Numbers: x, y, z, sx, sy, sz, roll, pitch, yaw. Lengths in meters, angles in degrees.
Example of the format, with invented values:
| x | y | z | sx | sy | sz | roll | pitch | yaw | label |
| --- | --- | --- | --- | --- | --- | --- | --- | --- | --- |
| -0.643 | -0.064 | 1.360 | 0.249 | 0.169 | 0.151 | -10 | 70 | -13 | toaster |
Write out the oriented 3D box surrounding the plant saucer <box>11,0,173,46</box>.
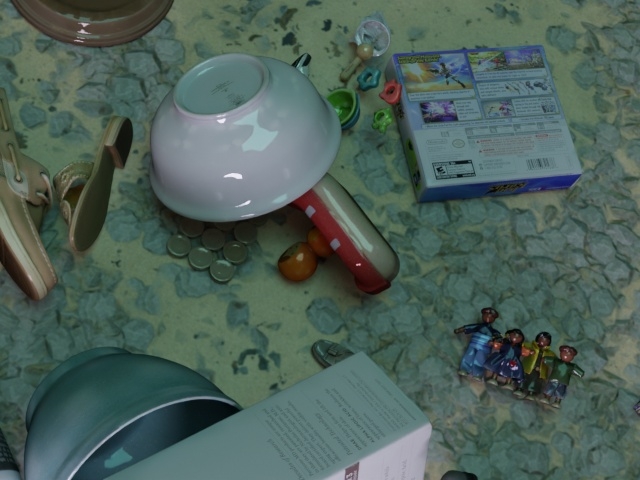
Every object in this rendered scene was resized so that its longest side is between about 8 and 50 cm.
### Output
| x | y | z | sx | sy | sz | roll | pitch | yaw | label |
| --- | --- | --- | --- | --- | --- | --- | --- | --- | --- |
| -0.365 | -0.435 | 2.029 | 0.278 | 0.041 | 0.278 | 6 | 63 | -11 | plant saucer |

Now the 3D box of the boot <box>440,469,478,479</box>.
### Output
| x | y | z | sx | sy | sz | roll | pitch | yaw | label |
| --- | --- | --- | --- | --- | --- | --- | --- | --- | --- |
| 0.072 | 0.426 | 1.687 | 0.223 | 0.118 | 0.338 | 21 | 58 | 3 | boot |

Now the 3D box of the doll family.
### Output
| x | y | z | sx | sy | sz | roll | pitch | yaw | label |
| --- | --- | --- | --- | --- | --- | --- | --- | --- | --- |
| 0.291 | 0.169 | 1.876 | 0.193 | 0.076 | 0.111 | 21 | 81 | -8 | doll family |

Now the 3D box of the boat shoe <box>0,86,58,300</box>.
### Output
| x | y | z | sx | sy | sz | roll | pitch | yaw | label |
| --- | --- | --- | --- | --- | --- | --- | --- | --- | --- |
| -0.432 | -0.077 | 1.796 | 0.110 | 0.121 | 0.341 | -21 | 70 | -20 | boat shoe |

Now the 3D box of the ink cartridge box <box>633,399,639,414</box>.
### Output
| x | y | z | sx | sy | sz | roll | pitch | yaw | label |
| --- | --- | --- | --- | --- | --- | --- | --- | --- | --- |
| 0.534 | 0.270 | 1.913 | 0.063 | 0.029 | 0.115 | -39 | 80 | -26 | ink cartridge box |

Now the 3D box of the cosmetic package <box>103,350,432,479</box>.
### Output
| x | y | z | sx | sy | sz | roll | pitch | yaw | label |
| --- | --- | --- | --- | --- | --- | --- | --- | --- | --- |
| -0.062 | 0.323 | 1.566 | 0.385 | 0.217 | 0.156 | -26 | 48 | -26 | cosmetic package |

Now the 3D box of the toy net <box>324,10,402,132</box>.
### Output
| x | y | z | sx | sy | sz | roll | pitch | yaw | label |
| --- | --- | --- | --- | --- | --- | --- | --- | --- | --- |
| 0.075 | -0.276 | 2.019 | 0.122 | 0.045 | 0.232 | -3 | 64 | 34 | toy net |

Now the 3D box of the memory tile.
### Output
| x | y | z | sx | sy | sz | roll | pitch | yaw | label |
| --- | --- | --- | --- | --- | --- | --- | --- | --- | --- |
| -0.152 | -0.015 | 1.895 | 0.113 | 0.012 | 0.148 | 29 | 61 | 1 | memory tile |

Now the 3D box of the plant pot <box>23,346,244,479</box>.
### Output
| x | y | z | sx | sy | sz | roll | pitch | yaw | label |
| --- | --- | --- | --- | --- | --- | --- | --- | --- | --- |
| -0.254 | 0.257 | 1.614 | 0.293 | 0.293 | 0.196 | -27 | 48 | -23 | plant pot |

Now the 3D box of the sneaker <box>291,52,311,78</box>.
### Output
| x | y | z | sx | sy | sz | roll | pitch | yaw | label |
| --- | --- | --- | --- | --- | --- | --- | --- | --- | --- |
| -0.035 | -0.249 | 2.024 | 0.044 | 0.040 | 0.109 | 29 | 64 | -17 | sneaker |

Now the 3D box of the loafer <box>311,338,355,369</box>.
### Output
| x | y | z | sx | sy | sz | roll | pitch | yaw | label |
| --- | --- | --- | --- | --- | --- | --- | --- | --- | --- |
| 0.044 | 0.180 | 1.833 | 0.125 | 0.039 | 0.045 | 36 | 63 | 5 | loafer |

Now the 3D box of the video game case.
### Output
| x | y | z | sx | sy | sz | roll | pitch | yaw | label |
| --- | --- | --- | --- | --- | --- | --- | --- | --- | --- |
| 0.260 | -0.191 | 2.048 | 0.269 | 0.061 | 0.244 | -5 | 67 | -16 | video game case |

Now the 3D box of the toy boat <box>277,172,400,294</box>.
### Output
| x | y | z | sx | sy | sz | roll | pitch | yaw | label |
| --- | --- | --- | --- | --- | --- | --- | --- | --- | --- |
| 0.000 | 0.000 | 1.870 | 0.151 | 0.151 | 0.231 | -39 | 77 | 4 | toy boat |

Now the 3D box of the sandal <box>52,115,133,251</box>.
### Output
| x | y | z | sx | sy | sz | roll | pitch | yaw | label |
| --- | --- | --- | --- | --- | --- | --- | --- | --- | --- |
| -0.349 | -0.085 | 1.856 | 0.079 | 0.088 | 0.240 | 8 | 56 | 13 | sandal |

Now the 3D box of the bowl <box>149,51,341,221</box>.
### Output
| x | y | z | sx | sy | sz | roll | pitch | yaw | label |
| --- | --- | --- | --- | --- | --- | --- | --- | --- | --- |
| -0.127 | -0.176 | 1.836 | 0.298 | 0.134 | 0.298 | -10 | 45 | 10 | bowl |

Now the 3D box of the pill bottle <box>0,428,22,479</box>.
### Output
| x | y | z | sx | sy | sz | roll | pitch | yaw | label |
| --- | --- | --- | --- | --- | --- | --- | --- | --- | --- |
| -0.491 | 0.275 | 1.565 | 0.210 | 0.210 | 0.363 | -22 | 71 | -22 | pill bottle |
